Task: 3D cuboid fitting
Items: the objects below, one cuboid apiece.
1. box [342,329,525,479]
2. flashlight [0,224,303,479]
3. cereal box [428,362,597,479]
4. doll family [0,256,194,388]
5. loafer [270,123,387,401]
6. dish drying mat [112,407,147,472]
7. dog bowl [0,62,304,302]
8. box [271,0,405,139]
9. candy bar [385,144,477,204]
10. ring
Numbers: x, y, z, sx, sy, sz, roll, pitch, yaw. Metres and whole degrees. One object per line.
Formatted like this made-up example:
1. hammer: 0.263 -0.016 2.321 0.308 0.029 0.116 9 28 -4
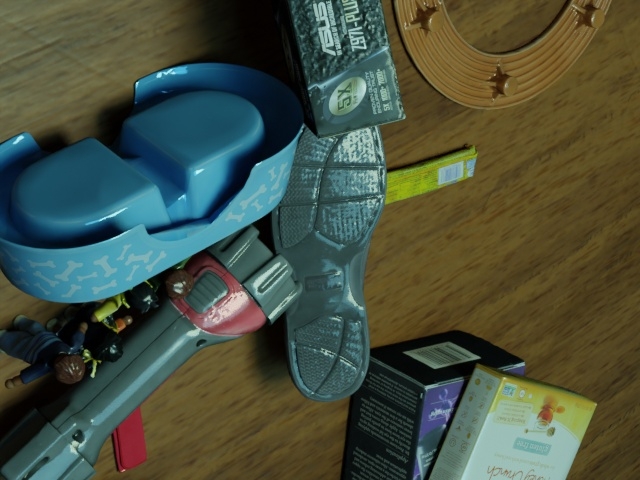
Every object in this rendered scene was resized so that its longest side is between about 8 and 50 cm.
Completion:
1. box: 0.117 0.216 1.691 0.153 0.108 0.207 -10 114 -39
2. flashlight: -0.155 0.112 1.414 0.304 0.103 0.103 -44 120 -10
3. cereal box: 0.182 0.258 1.655 0.173 0.047 0.240 17 95 -45
4. doll family: -0.189 0.063 1.352 0.193 0.111 0.076 -51 133 -13
5. loafer: 0.000 0.000 1.527 0.109 0.095 0.303 -1 106 -10
6. dish drying mat: -0.179 0.176 1.481 0.032 0.008 0.083 -24 122 -34
7. dog bowl: -0.147 -0.047 1.317 0.297 0.166 0.074 -29 137 -30
8. box: 0.006 -0.190 1.357 0.077 0.147 0.180 -14 104 -5
9. candy bar: 0.102 -0.064 1.621 0.161 0.018 0.040 -19 123 -36
10. ring: 0.205 -0.293 1.608 0.336 0.032 0.337 -18 119 -35
